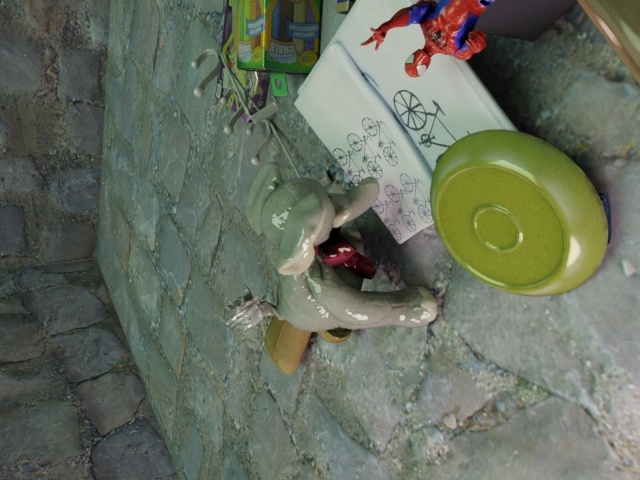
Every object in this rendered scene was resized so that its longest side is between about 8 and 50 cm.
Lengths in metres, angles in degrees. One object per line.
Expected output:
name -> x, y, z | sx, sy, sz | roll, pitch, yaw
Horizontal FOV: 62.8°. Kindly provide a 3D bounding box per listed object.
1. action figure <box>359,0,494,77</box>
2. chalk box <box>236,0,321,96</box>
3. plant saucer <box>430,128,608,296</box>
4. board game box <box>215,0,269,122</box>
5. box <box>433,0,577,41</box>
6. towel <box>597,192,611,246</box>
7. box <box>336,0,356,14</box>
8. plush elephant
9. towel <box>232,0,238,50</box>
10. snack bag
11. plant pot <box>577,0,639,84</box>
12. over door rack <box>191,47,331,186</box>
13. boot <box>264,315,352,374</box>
action figure -> 0.144, -0.240, 0.484 | 0.091, 0.139, 0.280 | 43, 144, 1
chalk box -> -0.090, -0.408, 1.082 | 0.132, 0.132, 0.213 | 23, 114, 53
plant saucer -> 0.233, -0.022, 0.671 | 0.241, 0.037, 0.241 | 32, 142, 30
board game box -> -0.179, -0.487, 1.281 | 0.208, 0.056, 0.346 | 48, 133, 47
box -> 0.231, -0.438, 0.564 | 0.296, 0.183, 0.294 | -41, 63, 51
towel -> 0.302, -0.024, 0.660 | 0.119, 0.029, 0.067 | 3, 102, 54
box -> 0.095, -0.457, 0.797 | 0.036, 0.136, 0.225 | 23, 114, 53
plush elephant -> 0.000, 0.000, 0.835 | 0.272, 0.330, 0.255 | -129, 34, -49
towel -> -0.168, -0.514, 1.196 | 0.110, 0.027, 0.148 | 12, 104, 54
snack bag -> 0.109, -0.171, 0.766 | 0.323, 0.037, 0.342 | 55, 153, 0
plant pot -> 0.355, -0.193, 0.394 | 0.229, 0.263, 0.263 | -39, 62, 32
over door rack -> -0.142, -0.241, 1.095 | 0.108, 0.239, 0.324 | -41, 48, -1
boot -> -0.033, 0.203, 1.150 | 0.236, 0.089, 0.269 | 64, 142, 44
